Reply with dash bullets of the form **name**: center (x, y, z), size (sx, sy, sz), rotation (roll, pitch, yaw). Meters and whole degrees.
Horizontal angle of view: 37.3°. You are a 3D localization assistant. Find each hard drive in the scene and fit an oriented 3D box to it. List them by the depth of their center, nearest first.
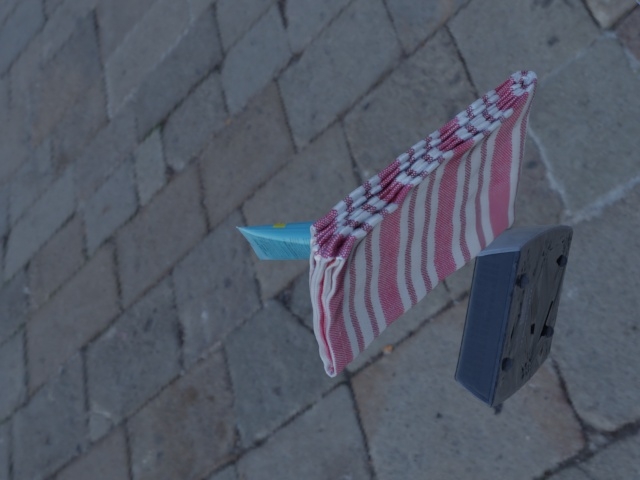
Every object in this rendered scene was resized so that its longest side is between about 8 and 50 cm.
- **hard drive**: center (0.204, 0.066, 0.986), size (0.054, 0.254, 0.172), rotation (13, 100, 24)

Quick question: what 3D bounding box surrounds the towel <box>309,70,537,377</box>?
- **towel**: center (0.071, -0.007, 0.614), size (0.197, 0.144, 0.029), rotation (-37, 59, -23)

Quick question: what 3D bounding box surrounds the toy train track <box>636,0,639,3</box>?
- **toy train track**: center (0.254, -0.181, 0.726), size (0.083, 0.014, 0.048), rotation (42, 110, 7)

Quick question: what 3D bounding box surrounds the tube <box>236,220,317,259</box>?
- **tube**: center (0.000, 0.000, 1.204), size (0.207, 0.080, 0.052), rotation (-3, 51, 23)
